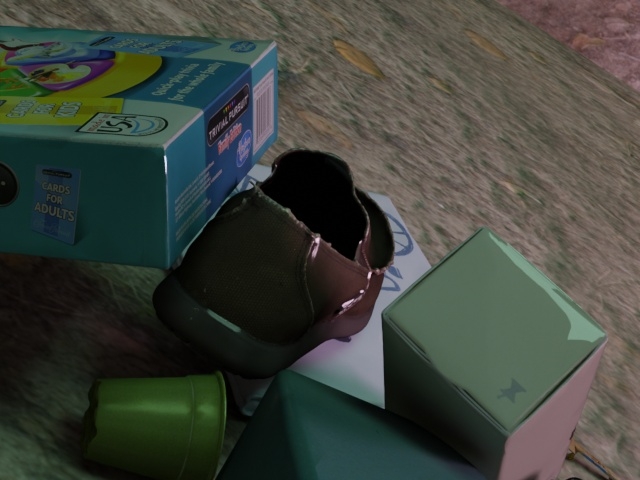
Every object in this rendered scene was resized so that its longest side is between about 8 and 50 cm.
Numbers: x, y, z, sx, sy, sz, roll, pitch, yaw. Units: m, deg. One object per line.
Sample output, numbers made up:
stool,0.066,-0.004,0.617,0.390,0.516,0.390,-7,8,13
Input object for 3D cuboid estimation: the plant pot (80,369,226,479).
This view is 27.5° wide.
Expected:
plant pot,-0.109,0.118,0.835,0.079,0.083,0.083,11,31,-18

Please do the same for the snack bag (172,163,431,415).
snack bag,0.006,0.045,1.146,0.323,0.037,0.342,12,33,-38

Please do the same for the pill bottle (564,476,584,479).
pill bottle,0.223,0.272,0.884,0.219,0.123,0.123,38,25,8

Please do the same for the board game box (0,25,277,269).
board game box,-0.220,-0.078,0.862,0.336,0.079,0.254,5,22,11

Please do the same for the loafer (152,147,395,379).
loafer,0.000,0.000,0.997,0.134,0.130,0.366,35,17,3

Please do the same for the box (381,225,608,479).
box,0.109,0.111,0.888,0.113,0.094,0.275,44,-17,20

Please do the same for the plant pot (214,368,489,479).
plant pot,0.013,0.188,0.754,0.165,0.166,0.234,25,16,-18

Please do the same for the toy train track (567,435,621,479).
toy train track,0.234,0.194,1.174,0.083,0.014,0.048,39,17,-1
